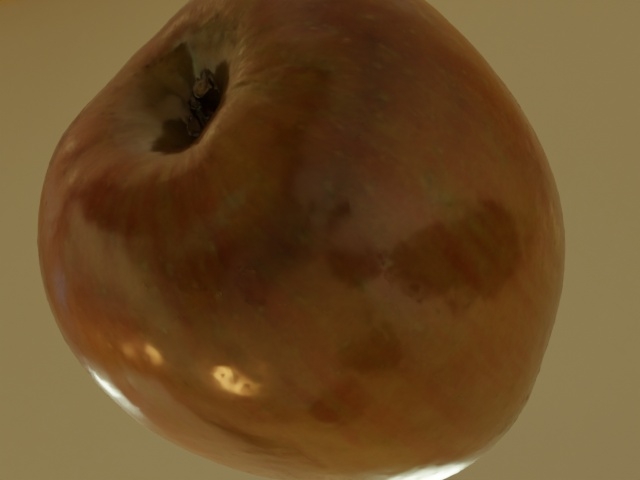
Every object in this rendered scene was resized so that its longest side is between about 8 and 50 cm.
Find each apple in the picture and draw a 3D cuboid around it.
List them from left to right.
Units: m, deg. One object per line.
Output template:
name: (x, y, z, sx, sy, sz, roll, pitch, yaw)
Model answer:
apple: (0.000, 0.000, 0.690, 0.242, 0.241, 0.242, -24, -137, 24)
